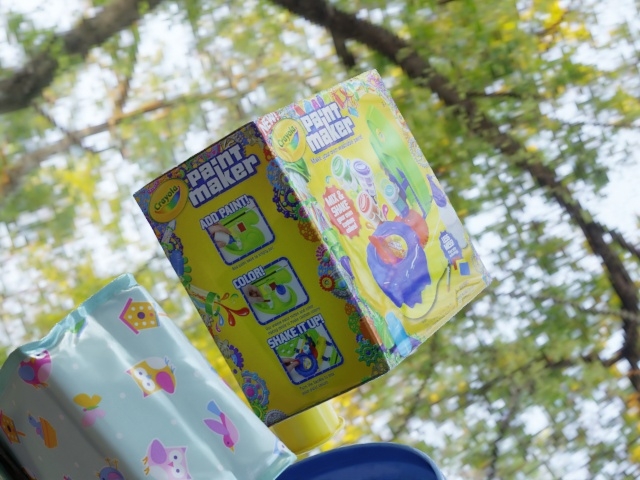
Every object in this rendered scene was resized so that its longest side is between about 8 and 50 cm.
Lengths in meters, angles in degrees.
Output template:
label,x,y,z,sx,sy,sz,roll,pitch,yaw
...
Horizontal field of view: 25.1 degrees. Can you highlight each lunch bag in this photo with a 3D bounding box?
label,x,y,z,sx,sy,sz,roll,pitch,yaw
lunch bag,-0.181,0.187,1.233,0.223,0.160,0.262,49,-39,3

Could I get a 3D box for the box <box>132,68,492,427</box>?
label,x,y,z,sx,sy,sz,roll,pitch,yaw
box,0.000,0.000,1.531,0.177,0.290,0.279,-28,-87,31

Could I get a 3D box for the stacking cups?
label,x,y,z,sx,sy,sz,roll,pitch,yaw
stacking cups,-0.073,0.114,1.809,0.096,0.096,0.316,-13,-74,46

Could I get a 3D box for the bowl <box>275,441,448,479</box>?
label,x,y,z,sx,sy,sz,roll,pitch,yaw
bowl,-0.032,0.348,1.350,0.391,0.391,0.077,-14,-63,46
